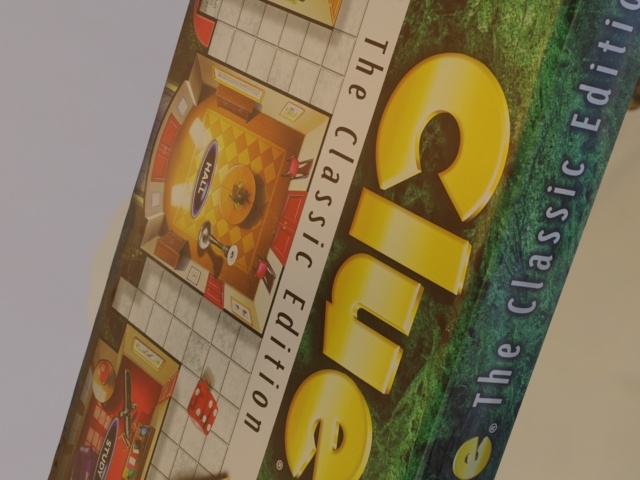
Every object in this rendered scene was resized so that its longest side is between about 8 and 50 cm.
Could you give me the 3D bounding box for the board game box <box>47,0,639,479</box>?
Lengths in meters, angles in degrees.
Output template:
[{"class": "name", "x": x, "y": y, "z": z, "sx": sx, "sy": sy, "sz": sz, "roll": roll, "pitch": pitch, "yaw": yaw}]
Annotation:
[{"class": "board game box", "x": 0.000, "y": 0.000, "z": 0.366, "sx": 0.030, "sy": 0.136, "sz": 0.259, "roll": 8, "pitch": -75, "yaw": -42}]
